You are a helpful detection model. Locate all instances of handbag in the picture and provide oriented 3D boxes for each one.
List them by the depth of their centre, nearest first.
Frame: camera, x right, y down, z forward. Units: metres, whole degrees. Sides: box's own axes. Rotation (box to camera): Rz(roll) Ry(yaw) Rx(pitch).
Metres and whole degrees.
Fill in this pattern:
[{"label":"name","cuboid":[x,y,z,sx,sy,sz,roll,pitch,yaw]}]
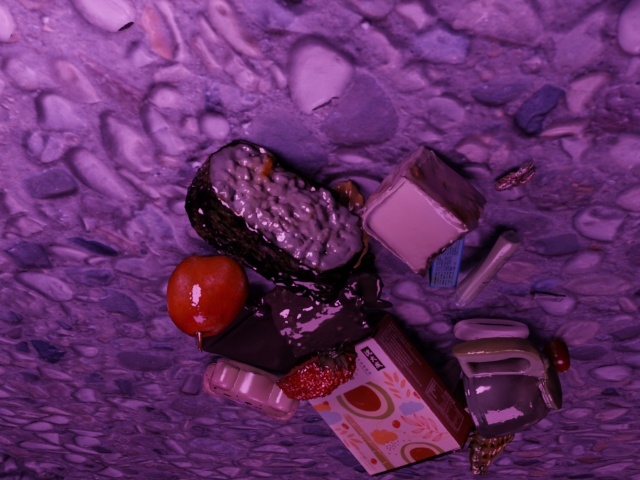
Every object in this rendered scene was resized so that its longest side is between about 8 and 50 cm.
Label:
[{"label":"handbag","cuboid":[-0.136,0.238,1.746,0.285,0.113,0.257,22,139,-24]}]

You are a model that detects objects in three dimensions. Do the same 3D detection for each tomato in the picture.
[{"label":"tomato","cuboid":[0.648,0.319,1.847,0.075,0.087,0.087,-11,142,24]}]

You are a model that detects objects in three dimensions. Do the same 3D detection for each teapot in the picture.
[{"label":"teapot","cuboid":[0.506,0.359,1.790,0.239,0.239,0.321,-18,103,25]}]

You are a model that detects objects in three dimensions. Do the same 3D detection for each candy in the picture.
[{"label":"candy","cuboid":[0.189,-0.056,1.283,0.195,0.137,0.185,37,132,-8]}]

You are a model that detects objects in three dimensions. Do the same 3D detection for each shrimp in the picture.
[{"label":"shrimp","cuboid":[0.385,-0.121,1.310,0.038,0.029,0.092,30,131,-31]}]

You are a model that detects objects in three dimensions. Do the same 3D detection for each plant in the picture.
[{"label":"plant","cuboid":[0.022,0.133,1.541,0.276,0.188,0.199,-27,132,5]}]

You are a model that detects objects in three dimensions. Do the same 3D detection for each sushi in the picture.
[{"label":"sushi","cuboid":[-0.088,-0.031,1.271,0.350,0.211,0.171,32,140,0]}]

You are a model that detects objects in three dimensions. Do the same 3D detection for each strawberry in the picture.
[{"label":"strawberry","cuboid":[0.003,0.331,1.673,0.106,0.188,0.286,54,134,7]}]

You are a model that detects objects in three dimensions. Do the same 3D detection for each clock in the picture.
[{"label":"clock","cuboid":[-0.196,0.422,1.903,0.284,0.114,0.309,23,164,-2]}]

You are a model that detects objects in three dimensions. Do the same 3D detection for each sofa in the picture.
[{"label":"sofa","cuboid":[0.260,0.377,1.947,0.225,0.176,0.210,43,133,-5]}]

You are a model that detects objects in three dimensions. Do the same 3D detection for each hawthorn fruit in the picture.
[{"label":"hawthorn fruit","cuboid":[-0.264,0.147,1.541,0.196,0.225,0.196,5,156,2]}]

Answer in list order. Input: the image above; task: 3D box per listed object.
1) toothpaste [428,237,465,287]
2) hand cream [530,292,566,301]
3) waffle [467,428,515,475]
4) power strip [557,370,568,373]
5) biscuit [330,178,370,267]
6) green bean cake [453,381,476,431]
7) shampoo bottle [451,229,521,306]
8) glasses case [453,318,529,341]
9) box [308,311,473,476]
[{"label":"toothpaste","cuboid":[0.277,0.014,1.478,0.065,0.050,0.266,-3,143,3]},{"label":"hand cream","cuboid":[0.565,0.144,1.670,0.093,0.019,0.030,8,145,-12]},{"label":"waffle","cuboid":[0.562,0.592,2.110,0.073,0.297,0.317,34,150,33]},{"label":"power strip","cuboid":[0.595,0.394,1.976,0.253,0.054,0.167,-16,142,23]},{"label":"biscuit","cuboid":[0.000,0.000,1.406,0.273,0.036,0.187,-31,97,33]},{"label":"green bean cake","cuboid":[0.417,0.524,2.107,0.214,0.113,0.200,0,144,4]},{"label":"shampoo bottle","cuboid":[0.369,0.065,1.501,0.072,0.049,0.212,-21,150,-48]},{"label":"glasses case","cuboid":[0.453,0.240,1.775,0.197,0.049,0.076,4,144,-3]},{"label":"box","cuboid":[0.161,0.434,1.834,0.344,0.122,0.385,-34,97,40]}]
